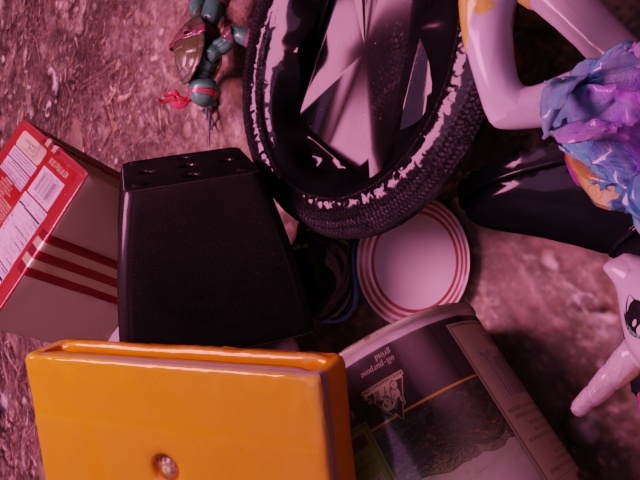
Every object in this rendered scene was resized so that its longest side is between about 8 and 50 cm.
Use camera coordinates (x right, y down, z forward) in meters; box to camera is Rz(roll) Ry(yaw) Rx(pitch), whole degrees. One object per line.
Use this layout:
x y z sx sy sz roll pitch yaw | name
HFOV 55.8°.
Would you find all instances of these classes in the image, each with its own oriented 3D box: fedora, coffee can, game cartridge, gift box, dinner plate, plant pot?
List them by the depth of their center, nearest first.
-0.097 0.243 0.480 0.285 0.052 0.324 -2 100 27 | game cartridge
0.115 0.220 0.494 0.201 0.201 0.275 -46 59 29 | coffee can
0.070 -0.166 0.589 0.333 0.152 0.335 2 93 44 | fedora
-0.126 0.001 0.631 0.188 0.187 0.167 -133 36 -65 | plant pot
0.098 0.022 0.643 0.141 0.017 0.141 -4 83 41 | dinner plate
-0.312 -0.001 0.852 0.255 0.258 0.276 39 92 38 | gift box

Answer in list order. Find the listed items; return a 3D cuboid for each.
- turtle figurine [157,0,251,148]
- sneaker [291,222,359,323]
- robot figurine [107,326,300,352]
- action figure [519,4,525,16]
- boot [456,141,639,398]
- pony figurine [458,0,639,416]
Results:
-0.141 -0.255 0.812 0.175 0.118 0.234 -15 72 39 | turtle figurine
0.000 0.000 0.689 0.067 0.078 0.188 -13 78 39 | sneaker
-0.137 0.196 0.675 0.300 0.199 0.353 -53 33 12 | robot figurine
0.263 -0.370 0.431 0.330 0.178 0.342 -12 104 35 | action figure
0.233 0.023 0.474 0.246 0.094 0.207 -12 75 34 | boot
0.249 -0.085 0.303 0.350 0.302 0.364 -23 81 32 | pony figurine
